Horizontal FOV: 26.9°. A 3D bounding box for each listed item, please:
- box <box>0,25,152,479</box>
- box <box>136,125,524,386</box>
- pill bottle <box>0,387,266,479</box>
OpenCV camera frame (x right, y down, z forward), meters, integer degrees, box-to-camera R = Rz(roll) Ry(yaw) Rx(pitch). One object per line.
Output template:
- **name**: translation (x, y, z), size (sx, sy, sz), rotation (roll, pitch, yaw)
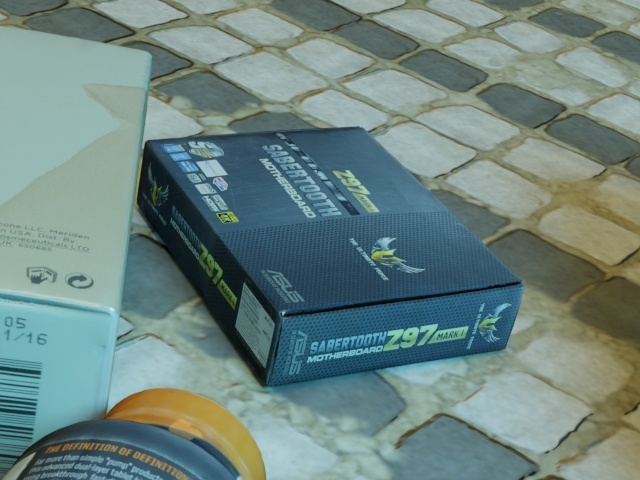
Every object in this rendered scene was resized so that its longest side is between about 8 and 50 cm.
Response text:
- **box**: translation (-0.172, 0.003, 0.773), size (0.121, 0.148, 0.311), rotation (8, 31, -8)
- **box**: translation (0.000, 0.000, 0.921), size (0.183, 0.059, 0.233), rotation (-5, 34, -28)
- **pill bottle**: translation (-0.097, 0.160, 0.544), size (0.130, 0.130, 0.246), rotation (16, 31, 8)
